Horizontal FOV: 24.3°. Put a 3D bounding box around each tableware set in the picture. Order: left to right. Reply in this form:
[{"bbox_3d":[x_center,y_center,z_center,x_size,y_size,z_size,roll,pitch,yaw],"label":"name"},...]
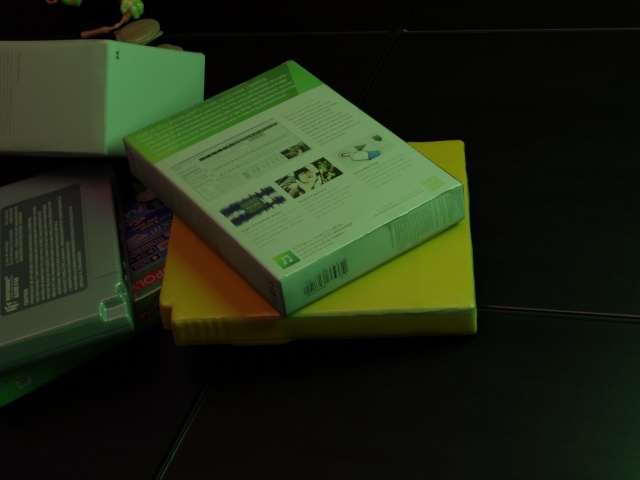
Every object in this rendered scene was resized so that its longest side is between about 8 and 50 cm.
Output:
[{"bbox_3d":[-0.265,-0.252,2.064,0.141,0.020,0.169,-31,40,-16],"label":"tableware set"}]

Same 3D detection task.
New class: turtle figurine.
[{"bbox_3d":[-0.321,-0.411,2.223,0.217,0.087,0.269,-36,41,-21],"label":"turtle figurine"}]

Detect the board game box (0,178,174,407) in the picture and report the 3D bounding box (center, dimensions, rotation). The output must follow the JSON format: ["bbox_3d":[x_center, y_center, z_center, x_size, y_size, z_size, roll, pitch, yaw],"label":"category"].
[{"bbox_3d":[-0.261,0.042,1.682,0.317,0.046,0.213,-28,40,-12],"label":"board game box"}]

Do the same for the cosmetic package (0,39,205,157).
[{"bbox_3d":[-0.289,-0.167,1.794,0.225,0.138,0.224,2,3,25],"label":"cosmetic package"}]

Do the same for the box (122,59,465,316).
[{"bbox_3d":[-0.034,-0.067,1.591,0.232,0.058,0.322,-27,45,-22],"label":"box"}]

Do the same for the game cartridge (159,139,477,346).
[{"bbox_3d":[0.000,0.000,1.588,0.324,0.052,0.285,-3,40,6],"label":"game cartridge"}]

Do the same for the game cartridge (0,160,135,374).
[{"bbox_3d":[-0.310,0.028,1.640,0.196,0.060,0.294,-14,38,-1],"label":"game cartridge"}]
